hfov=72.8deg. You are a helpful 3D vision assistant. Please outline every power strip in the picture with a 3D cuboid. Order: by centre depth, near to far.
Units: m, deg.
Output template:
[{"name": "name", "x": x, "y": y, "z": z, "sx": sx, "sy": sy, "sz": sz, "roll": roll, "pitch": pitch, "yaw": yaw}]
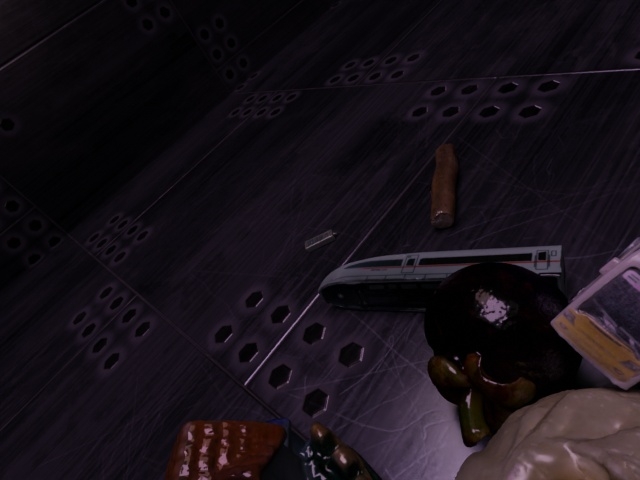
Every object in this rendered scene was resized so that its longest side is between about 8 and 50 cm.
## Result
[{"name": "power strip", "x": 0.000, "y": 0.000, "z": 0.997, "sx": 0.083, "sy": 0.017, "sz": 0.027, "roll": -27, "pitch": 39, "yaw": 11}]

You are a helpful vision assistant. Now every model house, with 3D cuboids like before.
[{"name": "model house", "x": -0.078, "y": 0.311, "z": 0.447, "sx": 0.252, "sy": 0.329, "sz": 0.294, "roll": -23, "pitch": 39, "yaw": 19}]

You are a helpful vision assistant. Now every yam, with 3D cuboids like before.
[{"name": "yam", "x": 0.261, "y": -0.121, "z": 0.915, "sx": 0.057, "sy": 0.056, "sz": 0.241, "roll": -10, "pitch": 44, "yaw": 28}]

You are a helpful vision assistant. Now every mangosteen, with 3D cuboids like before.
[{"name": "mangosteen", "x": 0.212, "y": 0.138, "z": 0.548, "sx": 0.194, "sy": 0.194, "sz": 0.230, "roll": 17, "pitch": 65, "yaw": 46}]

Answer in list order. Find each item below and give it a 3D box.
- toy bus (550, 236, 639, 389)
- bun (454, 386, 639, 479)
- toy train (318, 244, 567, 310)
[{"name": "toy bus", "x": 0.390, "y": 0.031, "z": 0.477, "sx": 0.343, "sy": 0.138, "sz": 0.097, "roll": -20, "pitch": 57, "yaw": -37}, {"name": "bun", "x": 0.262, "y": 0.275, "z": 0.327, "sx": 0.365, "sy": 0.219, "sz": 0.365, "roll": -20, "pitch": 42, "yaw": 19}, {"name": "toy train", "x": 0.181, "y": 0.064, "z": 0.733, "sx": 0.407, "sy": 0.086, "sz": 0.088, "roll": -5, "pitch": 41, "yaw": 33}]
